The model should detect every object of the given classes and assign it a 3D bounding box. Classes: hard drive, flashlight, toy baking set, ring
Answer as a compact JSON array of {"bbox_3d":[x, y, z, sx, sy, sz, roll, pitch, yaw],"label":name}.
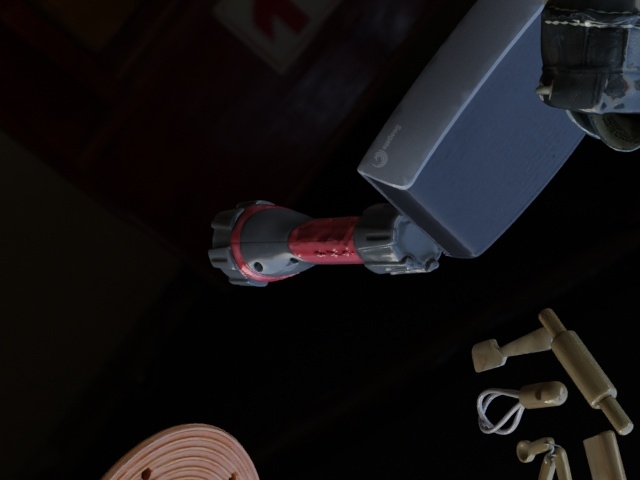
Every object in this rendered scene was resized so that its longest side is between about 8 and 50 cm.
[{"bbox_3d":[0.158,-0.114,1.207,0.255,0.172,0.054,-52,-135,-3],"label":"hard drive"},{"bbox_3d":[0.000,0.000,1.609,0.304,0.103,0.103,-2,-134,50],"label":"flashlight"},{"bbox_3d":[0.228,0.173,1.488,0.256,0.030,0.197,63,-38,35],"label":"toy baking set"},{"bbox_3d":[-0.153,0.327,1.294,0.032,0.336,0.336,12,-117,31],"label":"ring"}]

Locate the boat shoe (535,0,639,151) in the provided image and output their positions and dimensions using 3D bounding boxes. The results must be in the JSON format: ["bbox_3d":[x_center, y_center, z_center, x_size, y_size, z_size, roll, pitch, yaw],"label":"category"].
[{"bbox_3d":[0.186,-0.100,0.883,0.114,0.302,0.091,4,-92,23],"label":"boat shoe"}]
